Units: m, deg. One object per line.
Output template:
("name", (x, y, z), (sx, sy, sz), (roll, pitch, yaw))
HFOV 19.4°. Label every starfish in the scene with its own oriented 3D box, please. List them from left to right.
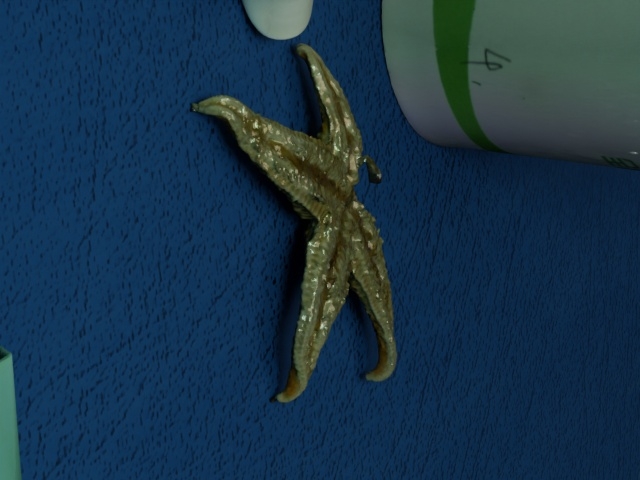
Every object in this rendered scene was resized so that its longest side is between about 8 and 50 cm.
("starfish", (0.001, 0.001, 1.183), (0.138, 0.050, 0.247), (-41, 122, -49))

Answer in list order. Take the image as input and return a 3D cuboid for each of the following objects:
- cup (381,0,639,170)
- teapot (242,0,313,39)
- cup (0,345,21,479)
("cup", (0.203, -0.154, 1.298), (0.253, 0.274, 0.253), (-3, 94, -57))
("teapot", (-0.012, -0.262, 1.077), (0.204, 0.139, 0.298), (-7, 101, -26))
("cup", (-0.183, 0.165, 0.803), (0.134, 0.148, 0.236), (-17, 107, -24))
